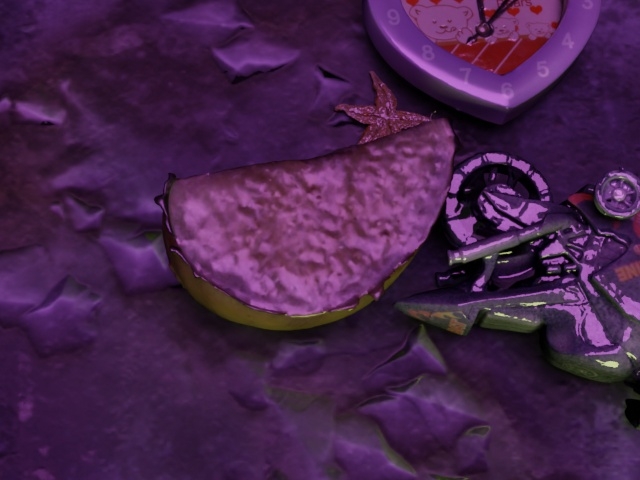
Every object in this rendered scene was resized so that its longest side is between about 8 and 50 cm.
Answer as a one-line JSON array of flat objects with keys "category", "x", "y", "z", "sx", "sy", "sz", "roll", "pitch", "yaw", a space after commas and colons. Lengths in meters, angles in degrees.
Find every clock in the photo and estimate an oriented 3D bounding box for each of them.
[{"category": "clock", "x": 0.136, "y": -0.175, "z": 1.176, "sx": 0.198, "sy": 0.064, "sz": 0.172, "roll": -7, "pitch": 72, "yaw": -7}]

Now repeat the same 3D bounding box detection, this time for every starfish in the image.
[{"category": "starfish", "x": 0.056, "y": -0.102, "z": 1.170, "sx": 0.092, "sy": 0.016, "sz": 0.086, "roll": 6, "pitch": 72, "yaw": 2}]

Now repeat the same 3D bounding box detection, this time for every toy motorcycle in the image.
[{"category": "toy motorcycle", "x": 0.221, "y": 0.045, "z": 1.090, "sx": 0.307, "sy": 0.108, "sz": 0.173, "roll": 20, "pitch": 76, "yaw": 4}]

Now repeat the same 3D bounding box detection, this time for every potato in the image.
[{"category": "potato", "x": 0.000, "y": 0.000, "z": 1.087, "sx": 0.243, "sy": 0.098, "sz": 0.138, "roll": -14, "pitch": 74, "yaw": -13}]
